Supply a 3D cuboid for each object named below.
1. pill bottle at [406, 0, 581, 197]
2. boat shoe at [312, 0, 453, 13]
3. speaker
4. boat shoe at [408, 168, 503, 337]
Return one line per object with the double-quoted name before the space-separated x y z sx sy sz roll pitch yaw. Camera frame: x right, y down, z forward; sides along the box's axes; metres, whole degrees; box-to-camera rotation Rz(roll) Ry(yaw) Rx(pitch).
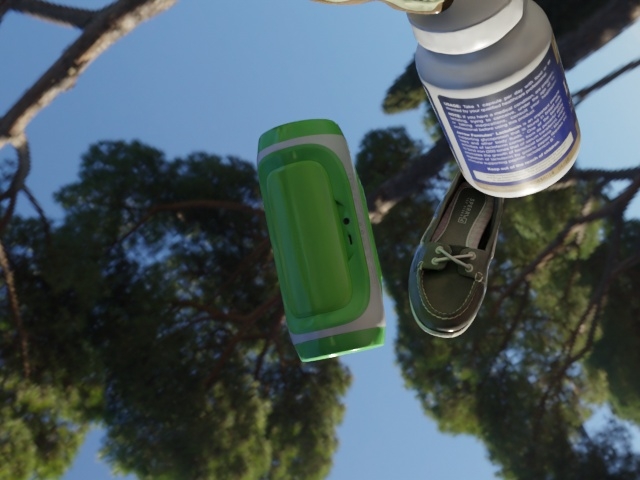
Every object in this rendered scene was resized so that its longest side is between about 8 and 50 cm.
"pill bottle" 0.197 -0.183 1.052 0.264 0.153 0.153 56 -161 -46
"boat shoe" 0.043 -0.282 0.936 0.072 0.190 0.068 83 -160 -48
"speaker" 0.000 0.000 1.195 0.131 0.131 0.296 1 -105 -56
"boat shoe" 0.199 -0.007 1.341 0.112 0.095 0.335 12 -137 13
